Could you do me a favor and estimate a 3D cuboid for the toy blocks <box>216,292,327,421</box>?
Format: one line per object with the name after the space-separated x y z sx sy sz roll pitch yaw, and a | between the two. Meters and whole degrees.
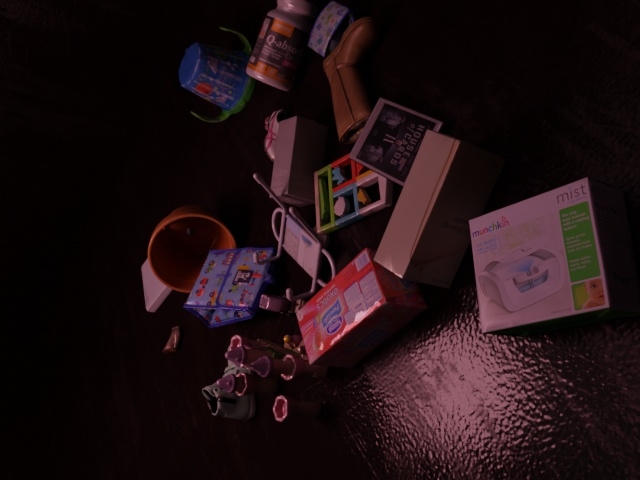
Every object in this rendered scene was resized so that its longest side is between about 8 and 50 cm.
-0.152 0.296 1.754 0.288 0.260 0.309 10 88 54 | toy blocks

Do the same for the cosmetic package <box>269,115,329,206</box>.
-0.062 -0.231 1.912 0.107 0.127 0.238 -9 71 51 | cosmetic package

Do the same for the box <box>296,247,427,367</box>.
0.092 0.170 1.568 0.300 0.142 0.154 -46 46 35 | box

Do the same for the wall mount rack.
-0.090 -0.015 1.796 0.350 0.130 0.304 42 136 44 | wall mount rack

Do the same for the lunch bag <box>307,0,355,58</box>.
0.041 -0.618 1.919 0.129 0.096 0.151 48 127 48 | lunch bag

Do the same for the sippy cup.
-0.382 -0.603 2.368 0.240 0.224 0.305 -19 64 49 | sippy cup

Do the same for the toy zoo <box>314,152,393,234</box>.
0.097 -0.148 1.737 0.293 0.030 0.192 -25 59 40 | toy zoo

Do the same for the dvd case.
0.188 -0.245 1.630 0.238 0.029 0.179 36 100 47 | dvd case

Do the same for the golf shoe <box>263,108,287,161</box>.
-0.136 -0.338 2.090 0.086 0.067 0.186 -28 58 44 | golf shoe

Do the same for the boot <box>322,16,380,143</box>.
0.108 -0.438 1.792 0.236 0.089 0.269 -44 48 46 | boot

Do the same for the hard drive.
-0.616 0.095 2.611 0.353 0.047 0.233 -47 46 35 | hard drive

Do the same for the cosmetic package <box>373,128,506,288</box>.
0.256 -0.065 1.412 0.113 0.160 0.309 34 108 51 | cosmetic package

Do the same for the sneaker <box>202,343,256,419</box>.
-0.285 0.415 1.986 0.094 0.151 0.256 -45 46 38 | sneaker

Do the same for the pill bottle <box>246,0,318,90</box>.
-0.118 -0.633 2.080 0.162 0.162 0.278 41 113 50 | pill bottle

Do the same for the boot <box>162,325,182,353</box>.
-0.556 0.373 2.458 0.118 0.042 0.087 -27 52 45 | boot

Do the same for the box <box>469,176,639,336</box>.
0.422 0.041 1.189 0.262 0.126 0.231 -22 64 49 | box

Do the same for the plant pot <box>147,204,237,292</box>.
-0.437 0.006 2.236 0.291 0.291 0.203 -63 21 18 | plant pot

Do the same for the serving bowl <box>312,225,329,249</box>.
0.000 0.000 1.839 0.083 0.027 0.083 -20 64 49 | serving bowl

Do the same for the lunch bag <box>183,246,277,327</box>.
-0.249 0.140 2.022 0.293 0.138 0.221 -9 48 40 | lunch bag
